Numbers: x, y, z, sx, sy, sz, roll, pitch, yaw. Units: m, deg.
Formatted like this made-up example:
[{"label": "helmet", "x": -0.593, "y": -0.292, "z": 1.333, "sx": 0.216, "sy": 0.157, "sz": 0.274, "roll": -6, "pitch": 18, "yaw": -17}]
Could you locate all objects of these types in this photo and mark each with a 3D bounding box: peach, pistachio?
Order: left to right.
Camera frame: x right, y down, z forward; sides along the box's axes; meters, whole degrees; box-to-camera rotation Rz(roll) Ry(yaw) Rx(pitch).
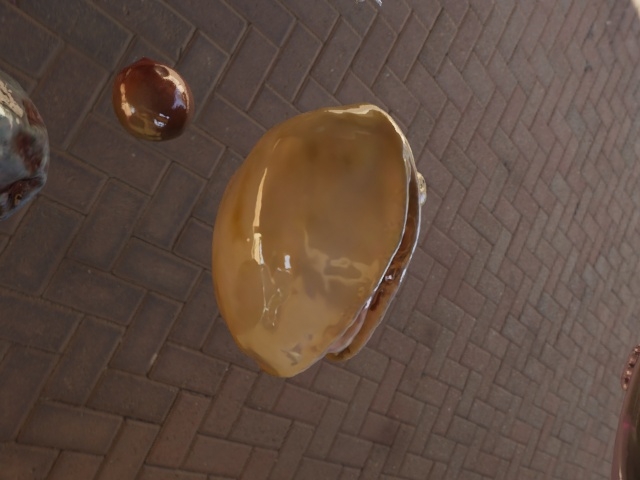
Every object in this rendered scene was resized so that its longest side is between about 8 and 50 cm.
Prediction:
[{"label": "peach", "x": -0.172, "y": -0.144, "z": 0.455, "sx": 0.083, "sy": 0.083, "sz": 0.083, "roll": -3, "pitch": 96, "yaw": -32}, {"label": "pistachio", "x": 0.000, "y": 0.000, "z": 0.499, "sx": 0.229, "sy": 0.229, "sz": 0.309, "roll": 6, "pitch": 105, "yaw": -33}]

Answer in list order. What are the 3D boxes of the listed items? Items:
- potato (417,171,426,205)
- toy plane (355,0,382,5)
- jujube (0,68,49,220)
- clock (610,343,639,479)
[{"label": "potato", "x": 0.155, "y": -0.081, "z": 0.775, "sx": 0.062, "sy": 0.083, "sz": 0.068, "roll": 37, "pitch": 60, "yaw": -1}, {"label": "toy plane", "x": 0.105, "y": -0.573, "z": 0.937, "sx": 0.181, "sy": 0.107, "sz": 0.274, "roll": 11, "pitch": 65, "yaw": -39}, {"label": "jujube", "x": -0.462, "y": -0.118, "z": 0.463, "sx": 0.307, "sy": 0.246, "sz": 0.216, "roll": 13, "pitch": 57, "yaw": -28}, {"label": "clock", "x": 0.269, "y": 0.109, "z": 0.256, "sx": 0.295, "sy": 0.113, "sz": 0.323, "roll": 16, "pitch": 94, "yaw": -68}]
